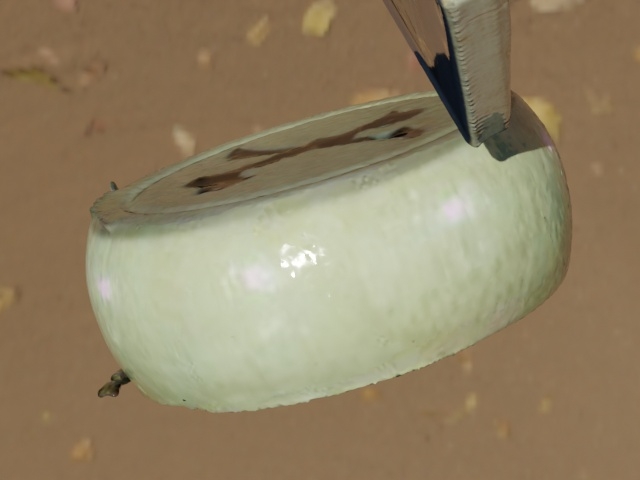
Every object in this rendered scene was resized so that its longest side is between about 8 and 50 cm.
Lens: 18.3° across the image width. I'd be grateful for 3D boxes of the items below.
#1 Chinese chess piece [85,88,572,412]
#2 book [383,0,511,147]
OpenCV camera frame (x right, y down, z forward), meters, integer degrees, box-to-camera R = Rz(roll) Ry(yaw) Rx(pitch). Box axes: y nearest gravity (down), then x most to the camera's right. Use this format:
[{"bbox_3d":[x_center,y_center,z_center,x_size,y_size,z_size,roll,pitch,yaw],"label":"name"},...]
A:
[{"bbox_3d":[0.000,0.000,0.926,0.238,0.238,0.092,-13,104,16],"label":"Chinese chess piece"},{"bbox_3d":[-0.007,-0.170,0.722,0.025,0.269,0.191,-30,168,0],"label":"book"}]
